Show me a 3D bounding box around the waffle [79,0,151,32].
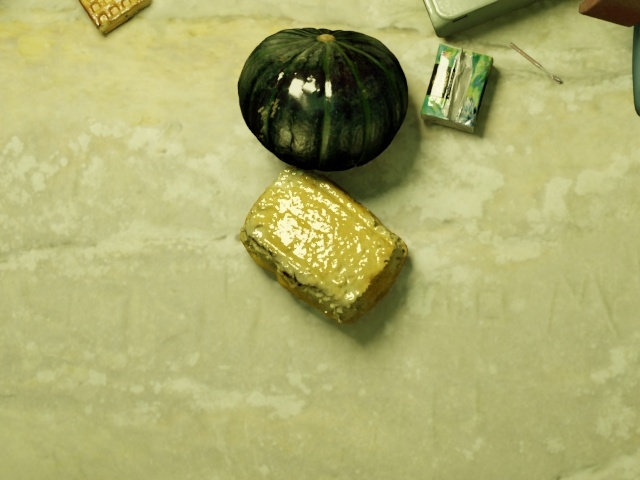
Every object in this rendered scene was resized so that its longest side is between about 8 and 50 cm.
[{"bbox_3d":[-0.342,-0.412,1.823,0.102,0.042,0.148,-34,82,4],"label":"waffle"}]

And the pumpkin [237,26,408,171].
[{"bbox_3d":[0.001,-0.203,1.679,0.250,0.216,0.250,6,50,-7],"label":"pumpkin"}]

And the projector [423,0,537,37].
[{"bbox_3d":[0.252,-0.439,1.698,0.250,0.108,0.198,-22,83,9],"label":"projector"}]

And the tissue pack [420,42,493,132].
[{"bbox_3d":[0.201,-0.227,1.703,0.085,0.079,0.111,16,88,10],"label":"tissue pack"}]

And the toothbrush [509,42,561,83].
[{"bbox_3d":[0.321,-0.266,1.723,0.097,0.008,0.006,40,79,11],"label":"toothbrush"}]

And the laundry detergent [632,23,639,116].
[{"bbox_3d":[0.496,-0.282,1.670,0.096,0.061,0.206,-5,84,14],"label":"laundry detergent"}]

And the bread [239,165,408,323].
[{"bbox_3d":[0.000,0.000,1.699,0.245,0.121,0.174,36,77,15],"label":"bread"}]

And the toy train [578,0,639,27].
[{"bbox_3d":[0.496,-0.391,1.589,0.304,0.150,0.221,12,73,-13],"label":"toy train"}]
